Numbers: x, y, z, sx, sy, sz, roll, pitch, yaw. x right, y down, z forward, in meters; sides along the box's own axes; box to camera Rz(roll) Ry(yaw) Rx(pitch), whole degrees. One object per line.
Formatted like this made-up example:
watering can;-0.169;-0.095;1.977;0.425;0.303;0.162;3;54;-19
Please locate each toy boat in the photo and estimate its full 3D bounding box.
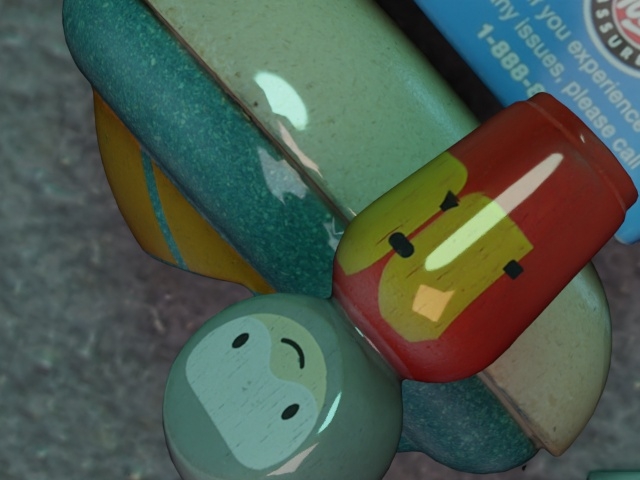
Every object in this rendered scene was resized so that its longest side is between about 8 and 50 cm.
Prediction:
toy boat;0.000;0.000;0.631;0.148;0.318;0.267;-42;102;0

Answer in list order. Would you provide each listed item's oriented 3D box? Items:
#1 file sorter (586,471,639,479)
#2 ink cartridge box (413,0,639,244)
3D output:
file sorter;0.220;0.261;0.789;0.193;0.173;0.277;-2;110;5
ink cartridge box;0.168;-0.239;0.609;0.395;0.166;0.285;-38;104;16
